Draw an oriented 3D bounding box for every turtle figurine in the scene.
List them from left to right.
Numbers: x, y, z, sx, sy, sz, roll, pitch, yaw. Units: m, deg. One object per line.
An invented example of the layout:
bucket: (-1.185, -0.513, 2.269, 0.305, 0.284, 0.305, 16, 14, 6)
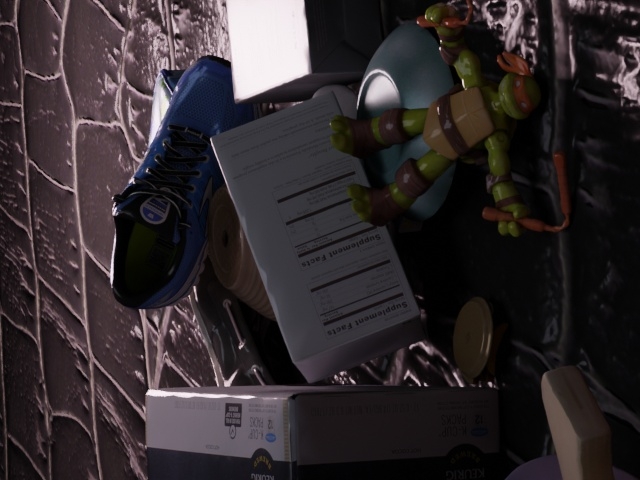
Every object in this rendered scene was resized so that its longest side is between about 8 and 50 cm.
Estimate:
turtle figurine: (0.115, -0.113, 1.527, 0.217, 0.087, 0.269, -24, 87, 33)

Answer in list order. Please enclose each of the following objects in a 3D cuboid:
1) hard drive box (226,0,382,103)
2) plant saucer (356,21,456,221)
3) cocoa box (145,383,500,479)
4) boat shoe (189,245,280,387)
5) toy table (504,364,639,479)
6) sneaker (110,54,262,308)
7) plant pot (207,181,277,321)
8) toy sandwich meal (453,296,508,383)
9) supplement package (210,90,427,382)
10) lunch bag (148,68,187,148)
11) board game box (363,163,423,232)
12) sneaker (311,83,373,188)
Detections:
hard drive box: (-0.024, -0.254, 1.862, 0.232, 0.089, 0.181, 173, 93, -66)
plant saucer: (0.074, -0.114, 1.656, 0.195, 0.037, 0.195, 174, 90, -67)
cocoa box: (-0.006, 0.259, 1.685, 0.347, 0.231, 0.228, -7, 83, 61)
boat shoe: (-0.090, 0.133, 2.116, 0.112, 0.095, 0.335, 56, -166, -54)
toy table: (0.214, 0.229, 1.232, 0.274, 0.252, 0.161, 51, 156, 39)
sneaker: (-0.165, -0.059, 2.026, 0.147, 0.130, 0.330, -40, -31, -75)
plant pot: (-0.061, -0.005, 1.973, 0.237, 0.109, 0.237, 175, 90, -68)
toy sandwich meal: (0.151, 0.095, 1.597, 0.085, 0.029, 0.085, -173, 90, -70)
supplement package: (0.000, 0.000, 1.698, 0.139, 0.134, 0.244, 65, -176, -75)
lunch bag: (-0.158, -0.111, 2.209, 0.219, 0.090, 0.176, -122, 33, -49)
board game box: (0.088, -0.099, 1.707, 0.103, 0.026, 0.154, -117, 32, -43)
sneaker: (0.018, -0.057, 1.841, 0.094, 0.080, 0.212, 146, 125, -77)
